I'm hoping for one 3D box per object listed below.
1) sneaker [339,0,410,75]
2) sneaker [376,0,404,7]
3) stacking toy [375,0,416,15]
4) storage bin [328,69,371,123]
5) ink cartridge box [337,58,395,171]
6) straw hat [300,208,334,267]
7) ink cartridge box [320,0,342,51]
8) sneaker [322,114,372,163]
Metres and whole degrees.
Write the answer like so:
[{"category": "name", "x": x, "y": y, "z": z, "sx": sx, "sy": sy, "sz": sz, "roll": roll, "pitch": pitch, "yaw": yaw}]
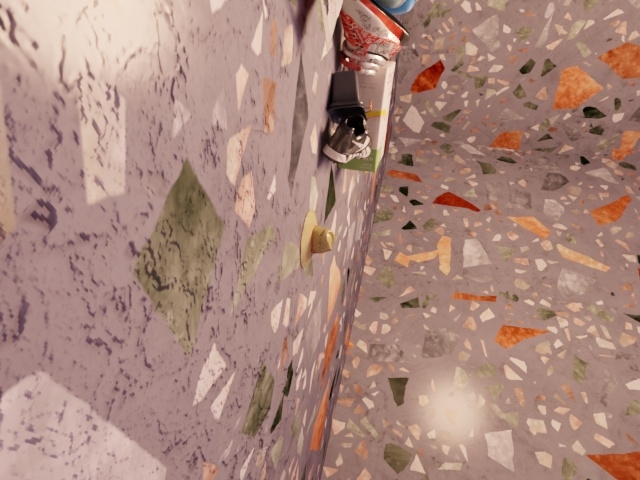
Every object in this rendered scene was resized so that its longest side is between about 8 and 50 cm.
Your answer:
[{"category": "sneaker", "x": 0.082, "y": -0.457, "z": 0.891, "sx": 0.145, "sy": 0.090, "sz": 0.270, "roll": -42, "pitch": 155, "yaw": 31}, {"category": "sneaker", "x": 0.096, "y": -0.491, "z": 0.676, "sx": 0.150, "sy": 0.135, "sz": 0.366, "roll": -54, "pitch": 172, "yaw": 2}, {"category": "stacking toy", "x": 0.139, "y": -0.682, "z": 0.955, "sx": 0.175, "sy": 0.165, "sz": 0.302, "roll": 87, "pitch": 1, "yaw": -52}, {"category": "storage bin", "x": 0.073, "y": -0.346, "z": 0.968, "sx": 0.135, "sy": 0.098, "sz": 0.091, "roll": -9, "pitch": 98, "yaw": -79}, {"category": "ink cartridge box", "x": 0.137, "y": -0.401, "z": 1.157, "sx": 0.207, "sy": 0.119, "sz": 0.354, "roll": -62, "pitch": 158, "yaw": -58}, {"category": "straw hat", "x": 0.000, "y": 0.000, "z": 0.929, "sx": 0.144, "sy": 0.061, "sz": 0.145, "roll": 8, "pitch": 90, "yaw": -79}, {"category": "ink cartridge box", "x": 0.006, "y": -0.453, "z": 0.631, "sx": 0.181, "sy": 0.056, "sz": 0.225, "roll": 70, "pitch": 34, "yaw": -69}, {"category": "sneaker", "x": 0.090, "y": -0.258, "z": 0.990, "sx": 0.234, "sy": 0.078, "sz": 0.106, "roll": -36, "pitch": 159, "yaw": -57}]
